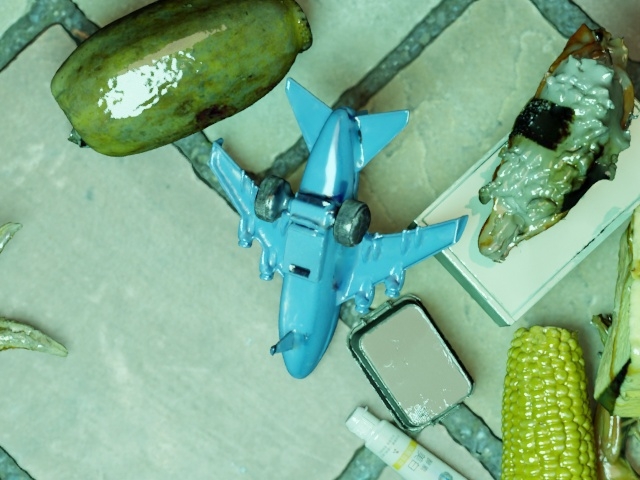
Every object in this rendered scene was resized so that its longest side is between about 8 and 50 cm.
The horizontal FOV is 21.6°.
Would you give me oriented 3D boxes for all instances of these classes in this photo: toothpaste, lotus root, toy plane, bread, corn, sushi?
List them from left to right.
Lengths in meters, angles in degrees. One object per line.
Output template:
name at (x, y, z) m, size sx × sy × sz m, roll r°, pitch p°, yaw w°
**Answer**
lotus root at (-0.129, -0.160, 1.514) m, size 0.241 × 0.124 × 0.123 m, roll -29°, pitch 119°, yaw -5°
toy plane at (0.000, 0.000, 1.500) m, size 0.254 × 0.105 × 0.271 m, roll 18°, pitch 102°, yaw 23°
toothpaste at (0.103, 0.219, 1.548) m, size 0.190 × 0.031 × 0.048 m, roll 38°, pitch 75°, yaw -2°
corn at (0.206, 0.207, 1.518) m, size 0.091 × 0.091 × 0.260 m, roll 8°, pitch 80°, yaw -42°
sushi at (0.209, -0.077, 1.446) m, size 0.097 × 0.103 × 0.226 m, roll 29°, pitch 93°, yaw 2°
bread at (0.381, 0.066, 1.450) m, size 0.264 × 0.163 × 0.167 m, roll 6°, pitch 67°, yaw 3°

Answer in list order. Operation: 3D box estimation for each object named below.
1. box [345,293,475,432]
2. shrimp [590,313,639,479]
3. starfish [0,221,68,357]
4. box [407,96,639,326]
box at (0.083, 0.113, 1.533) m, size 0.084 × 0.069 × 0.122 m, roll -35°, pitch 88°, yaw -1°
shrimp at (0.305, 0.191, 1.540) m, size 0.145 × 0.061 × 0.267 m, roll -24°, pitch 89°, yaw 5°
starfish at (-0.394, 0.066, 1.521) m, size 0.293 × 0.084 × 0.301 m, roll -37°, pitch 92°, yaw -7°
box at (0.206, -0.043, 1.536) m, size 0.225 × 0.086 × 0.129 m, roll -42°, pitch 88°, yaw -3°
